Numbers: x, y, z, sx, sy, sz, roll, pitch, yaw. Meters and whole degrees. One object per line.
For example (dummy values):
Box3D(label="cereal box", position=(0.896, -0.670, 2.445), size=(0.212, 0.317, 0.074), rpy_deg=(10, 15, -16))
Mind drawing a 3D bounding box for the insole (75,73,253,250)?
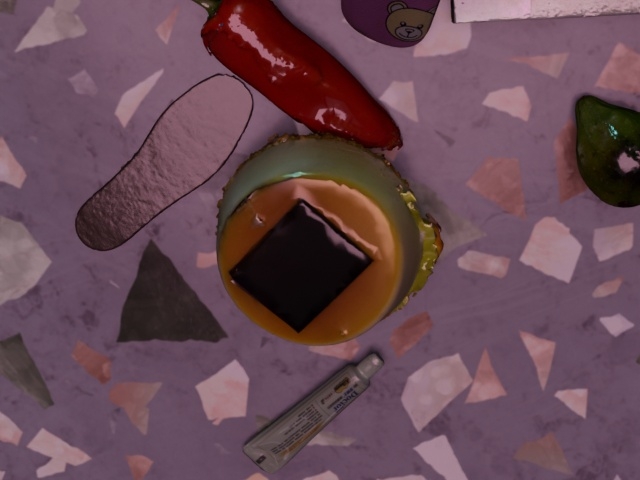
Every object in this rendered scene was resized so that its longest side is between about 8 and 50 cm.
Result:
Box3D(label="insole", position=(-0.217, -0.101, 1.531), size=(0.328, 0.007, 0.111), rpy_deg=(-42, 99, 13))

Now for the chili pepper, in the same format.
Box3D(label="chili pepper", position=(-0.046, -0.231, 1.440), size=(0.387, 0.110, 0.110), rpy_deg=(38, 104, -13))

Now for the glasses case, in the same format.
Box3D(label="glasses case", position=(0.107, -0.364, 1.337), size=(0.123, 0.076, 0.316), rpy_deg=(23, 142, 4))

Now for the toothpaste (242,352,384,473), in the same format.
Box3D(label="toothpaste", position=(-0.006, 0.248, 1.603), size=(0.067, 0.037, 0.255), rpy_deg=(43, 106, -15))

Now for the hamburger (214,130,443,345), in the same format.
Box3D(label="hamburger", position=(0.000, 0.000, 1.457), size=(0.294, 0.179, 0.276), rpy_deg=(38, 114, -8))

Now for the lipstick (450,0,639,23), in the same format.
Box3D(label="lipstick", position=(0.327, -0.320, 1.412), size=(0.317, 0.066, 0.068), rpy_deg=(-3, 107, 4))

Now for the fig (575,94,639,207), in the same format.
Box3D(label="fig", position=(0.389, -0.124, 1.457), size=(0.123, 0.123, 0.156), rpy_deg=(-40, 62, 12))
